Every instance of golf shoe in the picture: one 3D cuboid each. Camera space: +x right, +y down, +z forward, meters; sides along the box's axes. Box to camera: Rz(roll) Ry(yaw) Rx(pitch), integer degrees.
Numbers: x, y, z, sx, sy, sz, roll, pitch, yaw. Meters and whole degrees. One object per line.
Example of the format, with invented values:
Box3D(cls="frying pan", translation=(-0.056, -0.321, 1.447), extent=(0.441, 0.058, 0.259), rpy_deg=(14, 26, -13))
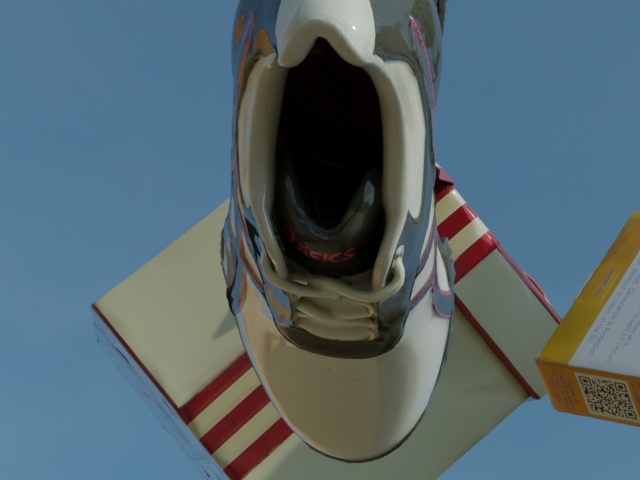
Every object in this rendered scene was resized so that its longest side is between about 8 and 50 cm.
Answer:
Box3D(cls="golf shoe", translation=(0.000, 0.000, 0.505), extent=(0.105, 0.120, 0.272), rpy_deg=(1, -56, 8))

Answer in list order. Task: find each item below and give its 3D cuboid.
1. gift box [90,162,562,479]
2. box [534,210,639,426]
Box3D(cls="gift box", translation=(0.021, 0.066, 0.846), extent=(0.255, 0.258, 0.276), rpy_deg=(51, -15, -2))
Box3D(cls="box", translation=(0.146, 0.029, 0.394), extent=(0.136, 0.081, 0.028), rpy_deg=(8, -45, 40))
